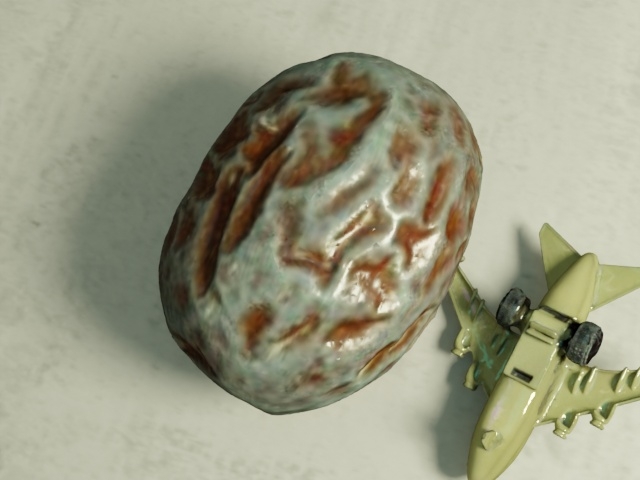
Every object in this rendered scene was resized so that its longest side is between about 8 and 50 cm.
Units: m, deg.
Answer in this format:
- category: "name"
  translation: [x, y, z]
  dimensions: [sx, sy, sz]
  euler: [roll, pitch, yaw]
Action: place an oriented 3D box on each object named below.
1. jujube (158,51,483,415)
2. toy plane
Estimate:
- category: "jujube"
  translation: [-0.004, -0.003, 0.765]
  dimensions: [0.246, 0.215, 0.308]
  euler: [20, 80, 11]
- category: "toy plane"
  translation: [0.192, 0.108, 0.787]
  dimensions: [0.229, 0.092, 0.244]
  euler: [26, 77, 27]
